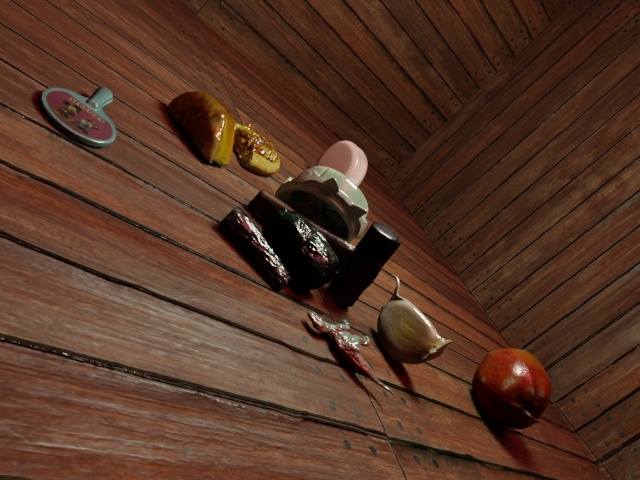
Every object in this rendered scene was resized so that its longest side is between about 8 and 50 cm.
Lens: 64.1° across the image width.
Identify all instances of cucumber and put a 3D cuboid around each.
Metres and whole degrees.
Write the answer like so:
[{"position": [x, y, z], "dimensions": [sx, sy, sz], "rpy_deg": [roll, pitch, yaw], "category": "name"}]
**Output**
[{"position": [-0.141, 0.017, 1.194], "dimensions": [0.211, 0.062, 0.078], "rpy_deg": [47, 16, 0], "category": "cucumber"}]

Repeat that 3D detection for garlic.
[{"position": [0.222, 0.237, 1.434], "dimensions": [0.266, 0.148, 0.128], "rpy_deg": [55, -12, 26], "category": "garlic"}]

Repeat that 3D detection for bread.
[{"position": [-0.320, -0.340, 1.455], "dimensions": [0.260, 0.134, 0.129], "rpy_deg": [53, 17, 21], "category": "bread"}]

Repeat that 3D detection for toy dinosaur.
[{"position": [0.075, 0.262, 1.179], "dimensions": [0.167, 0.053, 0.242], "rpy_deg": [17, 34, -58], "category": "toy dinosaur"}]

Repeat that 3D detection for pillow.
[{"position": [0.000, 0.000, 1.493], "dimensions": [0.255, 0.169, 0.059], "rpy_deg": [43, 54, -11], "category": "pillow"}]

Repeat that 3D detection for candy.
[{"position": [0.087, -0.315, 2.201], "dimensions": [0.094, 0.255, 0.255], "rpy_deg": [30, 24, -43], "category": "candy"}]

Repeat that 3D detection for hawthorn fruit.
[{"position": [0.647, 0.502, 1.675], "dimensions": [0.254, 0.254, 0.300], "rpy_deg": [41, 6, -20], "category": "hawthorn fruit"}]

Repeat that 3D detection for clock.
[{"position": [0.022, -0.105, 1.516], "dimensions": [0.265, 0.109, 0.324], "rpy_deg": [45, -24, -13], "category": "clock"}]

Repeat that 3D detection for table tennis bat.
[{"position": [-0.486, -0.269, 1.062], "dimensions": [0.153, 0.040, 0.244], "rpy_deg": [39, 22, -23], "category": "table tennis bat"}]

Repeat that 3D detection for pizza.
[{"position": [-0.225, -0.323, 1.746], "dimensions": [0.229, 0.081, 0.289], "rpy_deg": [47, 18, 3], "category": "pizza"}]

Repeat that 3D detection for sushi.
[{"position": [-0.055, 0.020, 1.289], "dimensions": [0.225, 0.124, 0.127], "rpy_deg": [53, 17, 17], "category": "sushi"}]

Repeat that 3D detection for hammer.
[{"position": [-0.010, -0.017, 1.402], "dimensions": [0.409, 0.242, 0.095], "rpy_deg": [33, 22, 3], "category": "hammer"}]
